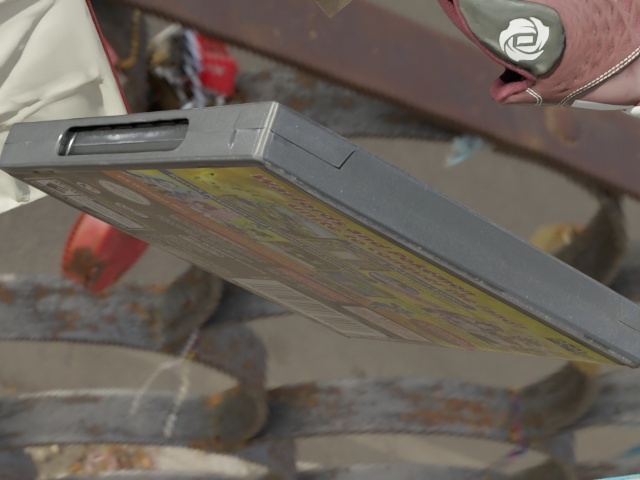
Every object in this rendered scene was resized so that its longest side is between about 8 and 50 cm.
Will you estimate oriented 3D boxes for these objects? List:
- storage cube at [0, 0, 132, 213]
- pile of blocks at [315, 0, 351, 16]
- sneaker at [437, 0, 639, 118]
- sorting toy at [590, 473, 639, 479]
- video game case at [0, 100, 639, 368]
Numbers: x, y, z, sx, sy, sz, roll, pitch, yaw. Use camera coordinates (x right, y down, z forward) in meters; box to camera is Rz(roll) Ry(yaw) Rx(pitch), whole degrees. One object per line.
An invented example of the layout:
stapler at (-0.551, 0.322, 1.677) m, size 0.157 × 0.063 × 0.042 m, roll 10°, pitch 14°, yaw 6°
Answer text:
storage cube at (-0.242, -0.141, 1.071) m, size 0.183 × 0.215 × 0.193 m, roll -21°, pitch 49°, yaw -5°
pile of blocks at (0.089, -0.259, 1.118) m, size 0.362 × 0.149 × 0.112 m, roll -19°, pitch 67°, yaw -45°
sneaker at (0.137, -0.197, 0.896) m, size 0.162 × 0.106 × 0.281 m, roll -4°, pitch 111°, yaw -6°
sorting toy at (0.125, 0.188, 0.760) m, size 0.307 × 0.229 × 0.041 m, roll 68°, pitch 13°, yaw -50°
video game case at (0.000, 0.000, 0.866) m, size 0.275 × 0.248 × 0.035 m, roll 28°, pitch 75°, yaw -35°
